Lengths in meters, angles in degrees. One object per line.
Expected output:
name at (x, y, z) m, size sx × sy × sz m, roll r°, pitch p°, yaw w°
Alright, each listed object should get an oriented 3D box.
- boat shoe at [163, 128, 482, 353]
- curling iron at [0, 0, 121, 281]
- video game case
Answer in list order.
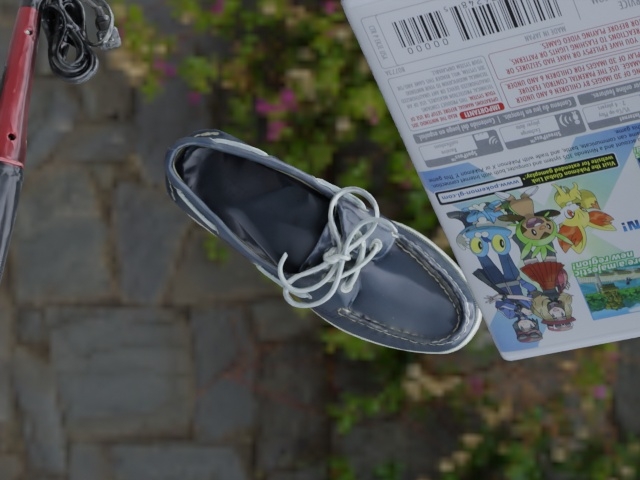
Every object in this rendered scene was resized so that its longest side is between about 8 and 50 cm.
boat shoe at (0.000, 0.000, 1.328) m, size 0.095 × 0.254 × 0.079 m, roll -54°, pitch 174°, yaw 2°
curling iron at (-0.187, -0.052, 1.173) m, size 0.035 × 0.068 × 0.274 m, roll 81°, pitch 20°, yaw -60°
video game case at (0.217, -0.071, 1.120) m, size 0.036 × 0.329 × 0.300 m, roll -76°, pitch 147°, yaw -50°
